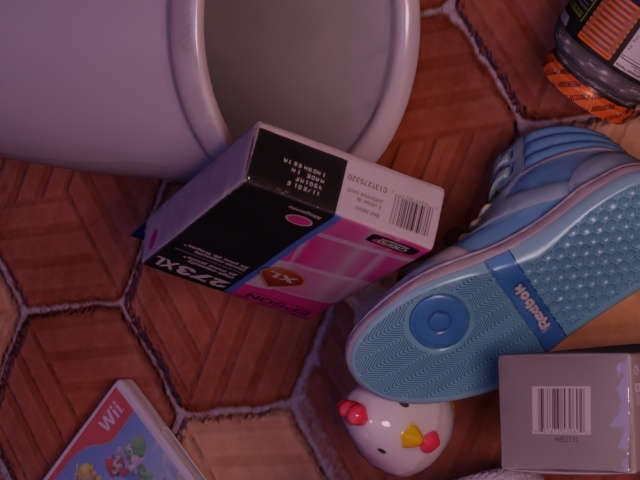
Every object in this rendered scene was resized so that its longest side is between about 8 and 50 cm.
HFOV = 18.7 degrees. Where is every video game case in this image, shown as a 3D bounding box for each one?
[{"bbox_3d":[-0.185,0.318,2.064,0.285,0.025,0.204,50,116,26],"label":"video game case"}]

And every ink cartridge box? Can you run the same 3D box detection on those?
[{"bbox_3d":[-0.046,-0.002,1.748,0.371,0.175,0.069,150,137,-65],"label":"ink cartridge box"}]

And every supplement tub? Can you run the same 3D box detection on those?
[{"bbox_3d":[0.281,-0.202,1.677,0.117,0.117,0.190,47,115,27],"label":"supplement tub"}]

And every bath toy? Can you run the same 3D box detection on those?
[{"bbox_3d":[0.023,0.276,1.695,0.151,0.129,0.348,21,93,30],"label":"bath toy"}]

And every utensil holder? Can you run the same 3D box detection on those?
[{"bbox_3d":[-0.150,-0.216,1.872,0.385,0.327,0.328,8,93,39],"label":"utensil holder"}]

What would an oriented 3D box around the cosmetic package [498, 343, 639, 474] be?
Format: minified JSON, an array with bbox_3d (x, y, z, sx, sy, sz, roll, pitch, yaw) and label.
[{"bbox_3d":[0.260,0.137,1.613,0.127,0.238,0.107,-5,84,39],"label":"cosmetic package"}]

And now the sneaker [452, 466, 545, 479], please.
[{"bbox_3d":[0.077,0.362,1.799,0.365,0.137,0.210,-29,70,29],"label":"sneaker"}]

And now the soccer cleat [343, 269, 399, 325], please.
[{"bbox_3d":[0.000,0.000,1.912,0.196,0.068,0.076,50,125,26],"label":"soccer cleat"}]

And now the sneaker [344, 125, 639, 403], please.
[{"bbox_3d":[0.156,0.014,1.702,0.319,0.208,0.127,-27,115,1],"label":"sneaker"}]
